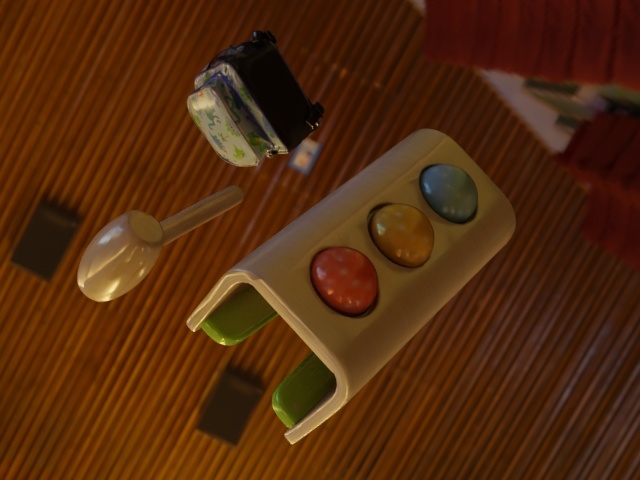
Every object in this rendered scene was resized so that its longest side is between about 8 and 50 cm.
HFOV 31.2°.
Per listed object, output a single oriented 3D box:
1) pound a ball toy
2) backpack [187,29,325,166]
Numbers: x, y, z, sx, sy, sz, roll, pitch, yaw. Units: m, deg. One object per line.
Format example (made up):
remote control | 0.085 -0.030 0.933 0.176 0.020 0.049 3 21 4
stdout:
pound a ball toy | 0.000 0.000 0.892 0.208 0.136 0.319 48 -136 4
backpack | -0.067 -0.120 1.022 0.105 0.084 0.114 55 162 -14
